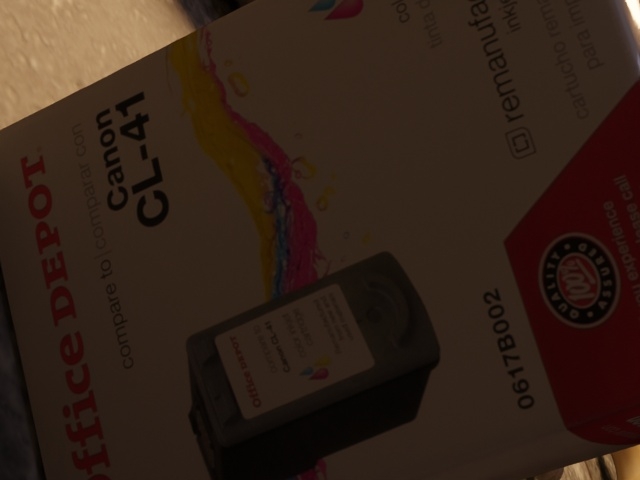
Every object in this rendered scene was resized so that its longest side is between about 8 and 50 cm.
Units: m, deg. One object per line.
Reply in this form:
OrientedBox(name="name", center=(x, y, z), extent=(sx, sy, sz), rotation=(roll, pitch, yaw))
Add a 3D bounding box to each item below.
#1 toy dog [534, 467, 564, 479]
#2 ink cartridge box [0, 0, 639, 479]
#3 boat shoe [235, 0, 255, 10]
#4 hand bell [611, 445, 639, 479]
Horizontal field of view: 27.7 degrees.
OrientedBox(name="toy dog", center=(0.290, 0.067, 1.273), extent=(0.161, 0.220, 0.333), rotation=(5, 54, -18))
OrientedBox(name="ink cartridge box", center=(0.019, 0.007, 0.577), extent=(0.131, 0.306, 0.226), rotation=(20, 51, -63))
OrientedBox(name="boat shoe", center=(0.009, -0.214, 1.085), extent=(0.335, 0.112, 0.095), rotation=(-15, 101, -64))
OrientedBox(name="hand bell", center=(0.348, 0.184, 1.554), extent=(0.126, 0.126, 0.242), rotation=(24, 35, -62))
